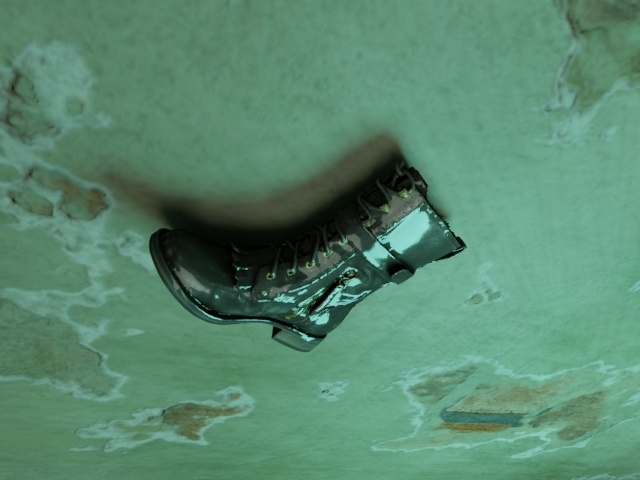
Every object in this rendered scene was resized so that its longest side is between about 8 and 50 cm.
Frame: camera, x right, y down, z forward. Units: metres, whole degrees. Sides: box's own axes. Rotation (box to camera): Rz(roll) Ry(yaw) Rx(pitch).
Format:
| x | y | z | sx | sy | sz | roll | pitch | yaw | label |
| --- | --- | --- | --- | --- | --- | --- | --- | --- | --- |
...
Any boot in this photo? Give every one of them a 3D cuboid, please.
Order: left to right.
| x | y | z | sx | sy | sz | roll | pitch | yaw | label |
| --- | --- | --- | --- | --- | --- | --- | --- | --- | --- |
| 0.000 | 0.000 | 0.491 | 0.229 | 0.091 | 0.263 | -39 | 136 | 20 | boot |
